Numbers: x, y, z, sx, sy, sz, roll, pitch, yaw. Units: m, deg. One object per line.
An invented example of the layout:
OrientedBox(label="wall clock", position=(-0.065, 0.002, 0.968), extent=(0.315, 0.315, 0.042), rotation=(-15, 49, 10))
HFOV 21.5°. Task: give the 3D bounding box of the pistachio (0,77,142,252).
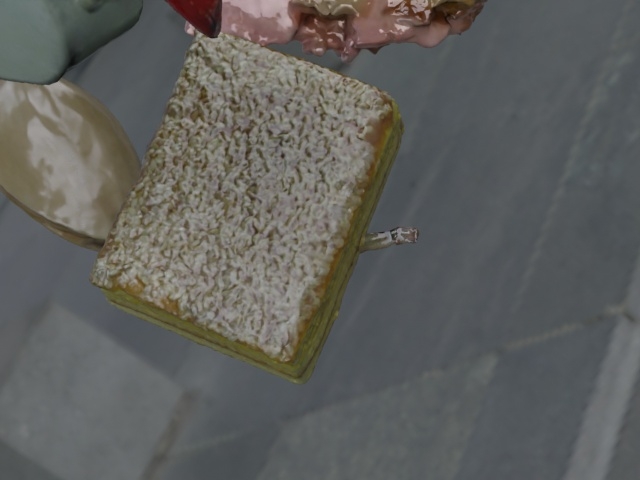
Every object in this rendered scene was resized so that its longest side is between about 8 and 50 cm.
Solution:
OrientedBox(label="pistachio", position=(-0.257, -0.083, 1.679), extent=(0.136, 0.226, 0.136), rotation=(-42, -3, -3))

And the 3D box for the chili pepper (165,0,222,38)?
OrientedBox(label="chili pepper", position=(-0.054, -0.303, 0.892), extent=(0.369, 0.137, 0.092), rotation=(-68, 24, 12))

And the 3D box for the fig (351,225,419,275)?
OrientedBox(label="fig", position=(-0.027, -0.005, 1.582), extent=(0.148, 0.149, 0.202), rotation=(-34, 0, 23))

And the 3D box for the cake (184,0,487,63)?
OrientedBox(label="cake", position=(0.028, -0.337, 1.662), extent=(0.314, 0.306, 0.293), rotation=(-69, -18, -71))

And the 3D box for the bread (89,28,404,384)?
OrientedBox(label="bread", position=(-0.051, -0.028, 1.326), extent=(0.110, 0.184, 0.234), rotation=(71, -139, -76))

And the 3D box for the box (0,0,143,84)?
OrientedBox(label="box", position=(-0.322, -0.299, 1.102), extent=(0.396, 0.396, 0.111), rotation=(13, 45, 39))
